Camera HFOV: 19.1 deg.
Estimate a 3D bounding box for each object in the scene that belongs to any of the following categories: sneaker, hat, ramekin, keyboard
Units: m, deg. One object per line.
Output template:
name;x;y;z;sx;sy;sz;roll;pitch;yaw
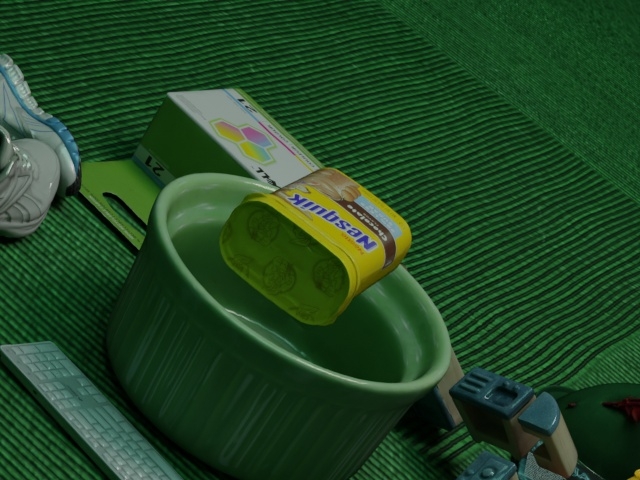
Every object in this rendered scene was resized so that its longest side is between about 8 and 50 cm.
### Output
sneaker;-0.297;-0.060;1.747;0.090;0.115;0.232;36;28;7
hat;0.356;0.162;2.020;0.173;0.183;0.208;1;39;-49
ramekin;-0.047;0.088;1.734;0.303;0.148;0.303;26;25;-13
keyboard;-0.171;0.171;1.599;0.256;0.014;0.072;44;27;23
sneaker;-0.310;-0.105;1.903;0.083;0.071;0.191;-22;56;-36

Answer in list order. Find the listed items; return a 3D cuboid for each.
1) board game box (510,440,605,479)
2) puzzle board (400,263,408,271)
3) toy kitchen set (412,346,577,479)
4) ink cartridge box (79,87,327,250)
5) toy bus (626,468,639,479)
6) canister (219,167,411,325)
board game box;0.271;0.275;1.904;0.186;0.026;0.126;31;24;-2
puzzle board;0.049;0.040;2.098;0.128;0.011;0.096;19;29;-25
toy kitchen set;0.113;0.180;1.791;0.166;0.122;0.207;-42;36;-24
ink cartridge box;-0.121;-0.064;1.991;0.189;0.097;0.255;43;26;23
toy bus;0.263;0.300;1.714;0.211;0.149;0.220;26;38;36
canister;0.000;0.000;1.685;0.126;0.073;0.170;37;24;10
